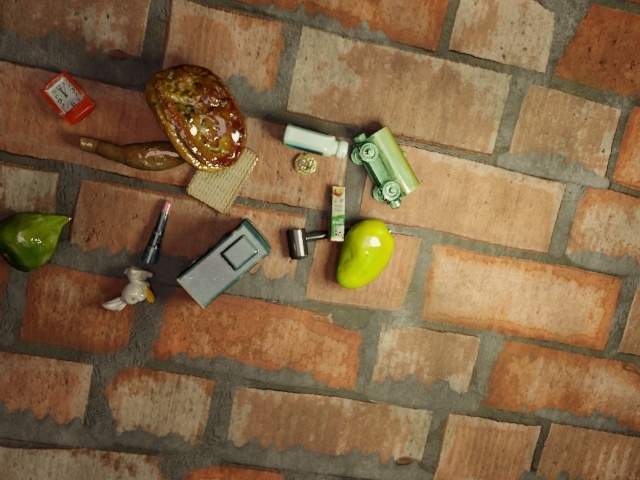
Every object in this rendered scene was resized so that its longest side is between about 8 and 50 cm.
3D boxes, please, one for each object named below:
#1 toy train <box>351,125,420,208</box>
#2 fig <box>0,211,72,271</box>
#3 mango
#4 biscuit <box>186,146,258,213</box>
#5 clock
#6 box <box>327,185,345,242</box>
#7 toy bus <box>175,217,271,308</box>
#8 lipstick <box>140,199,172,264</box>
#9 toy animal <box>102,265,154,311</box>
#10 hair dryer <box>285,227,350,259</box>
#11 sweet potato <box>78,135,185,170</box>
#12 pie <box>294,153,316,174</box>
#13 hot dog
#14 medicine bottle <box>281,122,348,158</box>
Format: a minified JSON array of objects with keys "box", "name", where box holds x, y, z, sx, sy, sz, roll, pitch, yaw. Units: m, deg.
[{"box":[0.242,-0.269,1.774,0.189,0.126,0.307,-31,99,-2],"name":"toy train"},{"box":[-0.971,-0.025,1.670,0.203,0.203,0.235,45,51,-10],"name":"fig"},{"box":[0.165,0.051,1.794,0.185,0.149,0.273,12,104,-23],"name":"mango"},{"box":[-0.352,-0.241,1.759,0.172,0.029,0.254,31,93,-9],"name":"biscuit"},{"box":[-0.852,-0.482,1.658,0.113,0.061,0.155,-40,96,0],"name":"clock"},{"box":[0.058,-0.096,1.791,0.050,0.041,0.207,5,81,-17],"name":"box"},{"box":[-0.336,0.078,1.716,0.323,0.194,0.162,-40,98,0],"name":"toy bus"},{"box":[-0.581,-0.033,1.754,0.053,0.053,0.234,18,90,-8],"name":"lipstick"},{"box":[-0.677,0.186,1.756,0.127,0.131,0.181,18,87,24],"name":"toy animal"},{"box":[0.000,-0.002,1.820,0.248,0.070,0.114,-9,97,-14],"name":"hair dryer"},{"box":[-0.638,-0.296,1.686,0.385,0.109,0.109,3,97,-2],"name":"sweet potato"},{"box":[-0.055,-0.279,1.792,0.084,0.020,0.084,-1,97,-6],"name":"pie"},{"box":[-0.412,-0.412,1.634,0.267,0.174,0.387,-33,93,-21],"name":"hot dog"},{"box":[-0.019,-0.348,1.736,0.229,0.121,0.083,15,94,-8],"name":"medicine bottle"}]
